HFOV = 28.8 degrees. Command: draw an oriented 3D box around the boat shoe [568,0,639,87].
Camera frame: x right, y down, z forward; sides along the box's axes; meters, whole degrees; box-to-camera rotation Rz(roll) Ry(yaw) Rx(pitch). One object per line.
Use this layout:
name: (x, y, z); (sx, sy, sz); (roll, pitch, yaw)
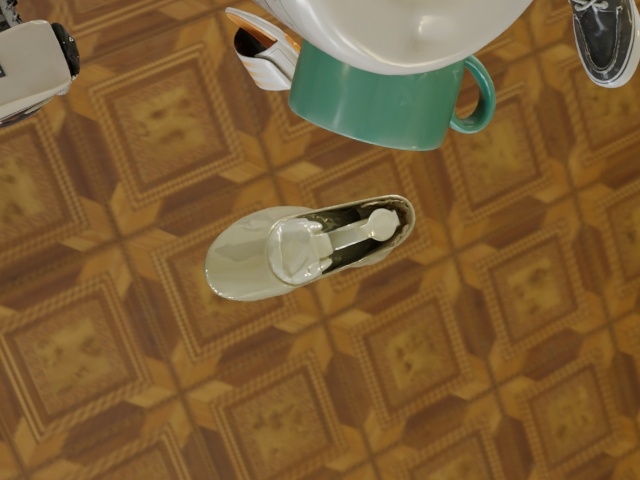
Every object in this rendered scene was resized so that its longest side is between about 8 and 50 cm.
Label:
boat shoe: (0.420, -0.383, 1.890); (0.102, 0.108, 0.301); (-8, 98, -51)

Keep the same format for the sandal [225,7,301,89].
sandal: (-0.052, -0.248, 1.863); (0.265, 0.102, 0.076); (38, 85, -38)

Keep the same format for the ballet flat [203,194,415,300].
ballet flat: (0.000, 0.000, 1.204); (0.248, 0.086, 0.086); (-17, 107, -43)

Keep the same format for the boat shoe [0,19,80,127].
boat shoe: (-0.464, -0.161, 1.507); (0.340, 0.158, 0.127); (-20, 86, -31)

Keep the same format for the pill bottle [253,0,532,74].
pill bottle: (-0.026, -0.260, 0.768); (0.204, 0.361, 0.204); (-20, 129, -26)

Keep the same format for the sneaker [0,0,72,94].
sneaker: (-0.446, -0.329, 1.771); (0.268, 0.101, 0.153); (34, 97, -14)

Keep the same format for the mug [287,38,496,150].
mug: (0.056, -0.139, 0.990); (0.157, 0.129, 0.097); (-10, 121, -51)
